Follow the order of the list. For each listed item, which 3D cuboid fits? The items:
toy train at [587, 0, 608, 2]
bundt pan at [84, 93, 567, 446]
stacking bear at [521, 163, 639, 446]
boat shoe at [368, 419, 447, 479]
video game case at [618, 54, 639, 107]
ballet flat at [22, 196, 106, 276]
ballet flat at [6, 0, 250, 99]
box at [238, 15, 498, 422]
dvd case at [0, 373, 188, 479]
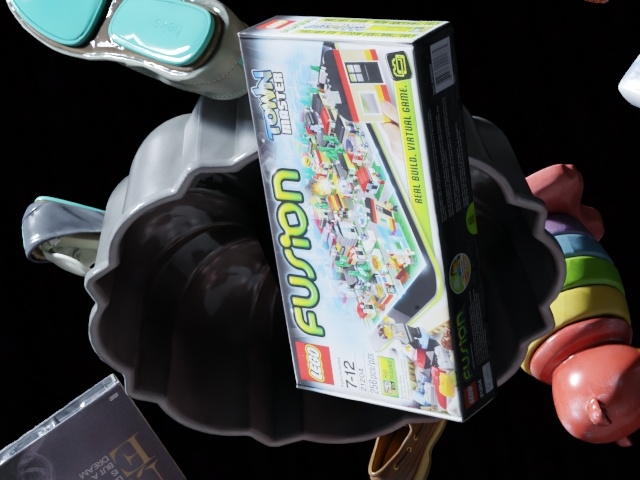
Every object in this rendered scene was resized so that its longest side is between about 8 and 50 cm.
[{"bbox_3d":[0.105,-0.164,1.015,0.166,0.046,0.125,9,8,26],"label":"toy train"},{"bbox_3d":[0.000,0.000,1.249,0.331,0.124,0.331,-4,-41,-3],"label":"bundt pan"},{"bbox_3d":[0.279,0.091,1.975,0.164,0.289,0.175,-27,-34,8],"label":"stacking bear"},{"bbox_3d":[0.098,0.206,2.001,0.064,0.178,0.060,-13,-44,41],"label":"boat shoe"},{"bbox_3d":[0.466,-0.201,1.585,0.036,0.300,0.329,40,-6,-42],"label":"video game case"},{"bbox_3d":[-0.177,0.007,1.628,0.203,0.074,0.074,6,-15,10],"label":"ballet flat"},{"bbox_3d":[-0.122,-0.137,1.145,0.213,0.072,0.068,26,-3,38],"label":"ballet flat"},{"bbox_3d":[0.026,-0.012,0.935,0.114,0.207,0.036,7,26,38],"label":"box"},{"bbox_3d":[-0.181,0.220,1.390,0.164,0.018,0.221,-35,-46,-8],"label":"dvd case"}]
